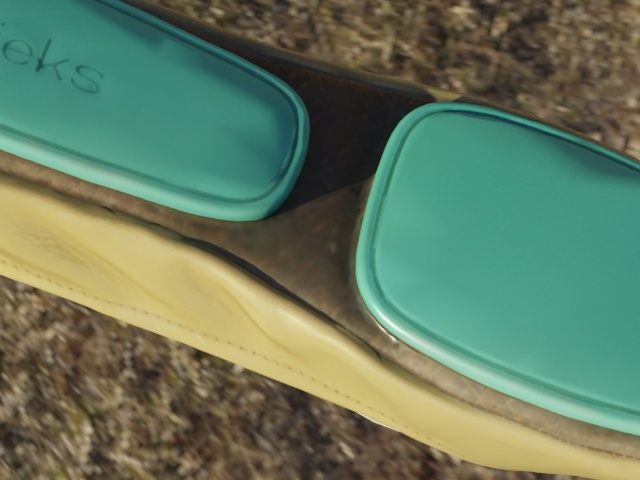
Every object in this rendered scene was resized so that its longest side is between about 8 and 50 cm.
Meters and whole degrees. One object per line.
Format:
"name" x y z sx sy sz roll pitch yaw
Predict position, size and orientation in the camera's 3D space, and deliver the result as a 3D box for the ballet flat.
"ballet flat" 0.000 0.000 0.421 0.232 0.073 0.080 24 58 1
